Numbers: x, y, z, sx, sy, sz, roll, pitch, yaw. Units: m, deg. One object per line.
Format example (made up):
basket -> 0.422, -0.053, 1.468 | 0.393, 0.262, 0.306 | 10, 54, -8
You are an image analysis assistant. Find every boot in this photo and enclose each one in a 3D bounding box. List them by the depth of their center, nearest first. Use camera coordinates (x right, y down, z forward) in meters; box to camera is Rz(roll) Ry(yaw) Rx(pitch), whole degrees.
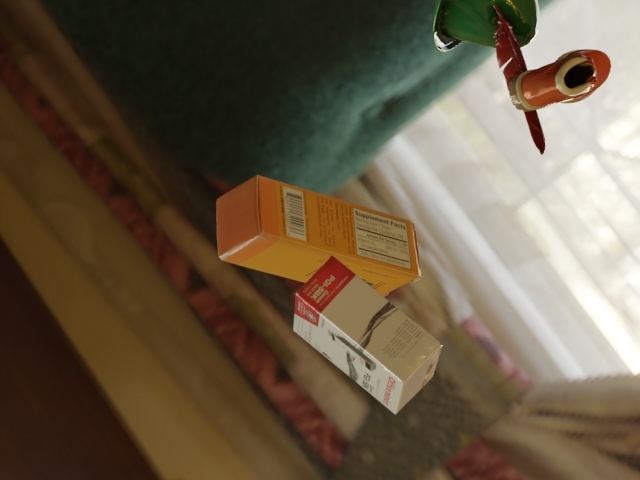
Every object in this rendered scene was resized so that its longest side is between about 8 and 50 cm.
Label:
boot -> 0.297, -0.188, 1.884 | 0.158, 0.059, 0.085 | -24, -174, -40

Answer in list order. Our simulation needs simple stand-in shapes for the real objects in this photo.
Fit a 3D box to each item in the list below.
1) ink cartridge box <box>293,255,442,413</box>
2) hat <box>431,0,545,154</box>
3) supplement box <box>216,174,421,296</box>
ink cartridge box -> 0.042, 0.091, 1.562 | 0.056, 0.135, 0.099 | -46, 164, -20
hat -> 0.249, -0.259, 1.942 | 0.173, 0.184, 0.208 | -39, 151, -44
supplement box -> 0.000, 0.000, 1.802 | 0.233, 0.080, 0.078 | 18, 147, -37
